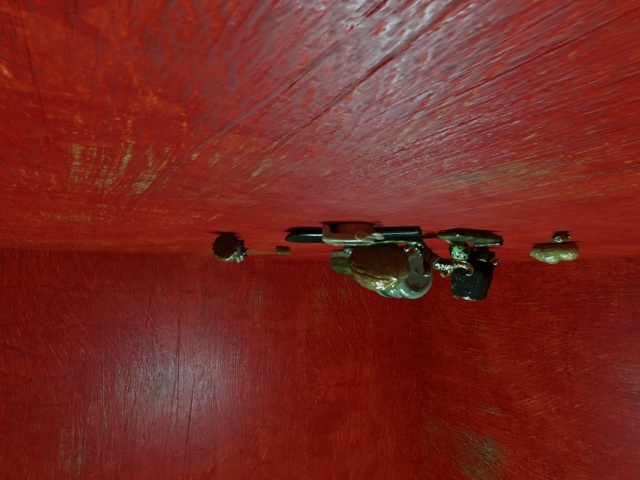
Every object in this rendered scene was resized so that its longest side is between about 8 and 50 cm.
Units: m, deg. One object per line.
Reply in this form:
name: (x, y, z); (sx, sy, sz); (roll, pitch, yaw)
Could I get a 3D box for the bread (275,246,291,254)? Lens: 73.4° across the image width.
bread: (-0.200, 0.051, 2.298); (0.083, 0.047, 0.036); (3, 144, -43)

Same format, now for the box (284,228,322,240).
box: (-0.021, -0.015, 1.560); (0.201, 0.042, 0.212); (2, 173, -14)

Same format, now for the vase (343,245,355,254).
vase: (0.138, 0.041, 2.041); (0.060, 0.059, 0.211); (0, 173, 12)

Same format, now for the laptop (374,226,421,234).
laptop: (0.243, -0.025, 1.490); (0.207, 0.026, 0.154); (-1, 174, 17)

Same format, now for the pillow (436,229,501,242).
pillow: (0.521, -0.014, 1.507); (0.204, 0.038, 0.113); (4, 177, -26)

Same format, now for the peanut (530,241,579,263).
peanut: (1.031, 0.050, 1.888); (0.100, 0.099, 0.214); (4, 168, -30)

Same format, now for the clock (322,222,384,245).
clock: (0.107, -0.020, 1.378); (0.191, 0.062, 0.151); (-1, 174, 13)

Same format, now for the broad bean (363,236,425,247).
broad bean: (0.261, -0.001, 1.588); (0.256, 0.052, 0.052); (1, 175, 27)

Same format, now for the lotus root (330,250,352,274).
lotus root: (0.238, 0.129, 2.534); (0.260, 0.149, 0.267); (-3, 176, 41)

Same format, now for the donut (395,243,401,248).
donut: (0.298, 0.046, 2.024); (0.175, 0.068, 0.174); (0, 177, 0)

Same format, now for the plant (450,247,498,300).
plant: (0.772, 0.166, 2.189); (0.199, 0.276, 0.188); (9, 178, 45)

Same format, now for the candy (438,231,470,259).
candy: (0.505, 0.007, 1.655); (0.083, 0.091, 0.305); (-25, 151, 26)

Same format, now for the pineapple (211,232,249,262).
pineapple: (-0.376, 0.034, 1.777); (0.130, 0.119, 0.277); (-18, 177, -1)

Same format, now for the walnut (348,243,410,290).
walnut: (0.232, 0.096, 1.709); (0.225, 0.224, 0.261); (4, -157, -27)

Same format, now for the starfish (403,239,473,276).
starfish: (0.434, 0.072, 1.672); (0.312, 0.113, 0.303); (29, -170, 15)

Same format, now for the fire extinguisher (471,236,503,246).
fire extinguisher: (0.649, 0.006, 1.694); (0.132, 0.039, 0.056); (-5, 140, 50)

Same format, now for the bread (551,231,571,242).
bread: (0.839, -0.012, 1.503); (0.049, 0.033, 0.088); (-15, 175, 15)

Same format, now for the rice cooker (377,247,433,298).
rice cooker: (0.423, 0.172, 2.299); (0.288, 0.288, 0.277); (4, 175, -32)
